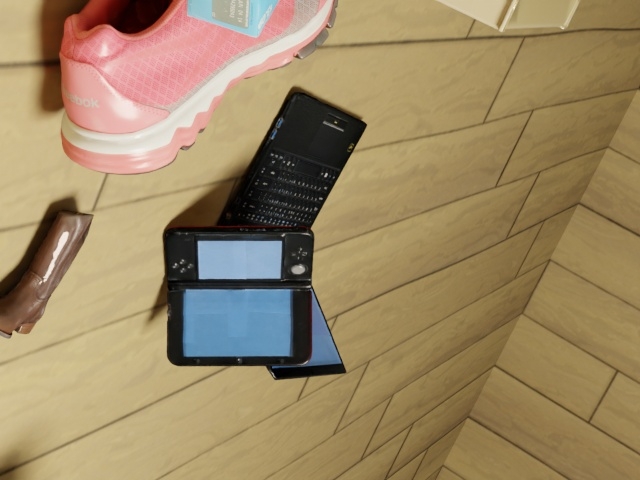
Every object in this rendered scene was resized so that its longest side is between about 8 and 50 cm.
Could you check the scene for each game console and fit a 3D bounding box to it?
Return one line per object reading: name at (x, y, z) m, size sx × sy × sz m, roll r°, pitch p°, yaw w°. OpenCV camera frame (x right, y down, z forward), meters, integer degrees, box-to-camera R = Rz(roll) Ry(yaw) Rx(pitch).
game console at (-0.078, 0.054, 1.337) m, size 0.124 × 0.144 × 0.085 m, roll 94°, pitch -6°, yaw -52°

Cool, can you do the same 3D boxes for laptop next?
laptop at (0.000, 0.000, 1.494) m, size 0.264 × 0.136 × 0.234 m, roll -61°, pitch 162°, yaw 6°

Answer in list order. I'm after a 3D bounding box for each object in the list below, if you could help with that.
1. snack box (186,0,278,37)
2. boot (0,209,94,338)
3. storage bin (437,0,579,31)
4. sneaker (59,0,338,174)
snack box at (-0.007, -0.318, 0.982) m, size 0.187 × 0.060 × 0.322 m, roll 97°, pitch 14°, yaw -52°
boot at (-0.226, 0.021, 1.100) m, size 0.114 × 0.037 × 0.106 m, roll -56°, pitch 175°, yaw 3°
storage bin at (0.245, -0.375, 1.569) m, size 0.262 × 0.123 × 0.260 m, roll -18°, pitch 135°, yaw -63°
sneaker at (-0.081, -0.184, 1.041) m, size 0.314 × 0.115 × 0.136 m, roll -50°, pitch 150°, yaw -34°
